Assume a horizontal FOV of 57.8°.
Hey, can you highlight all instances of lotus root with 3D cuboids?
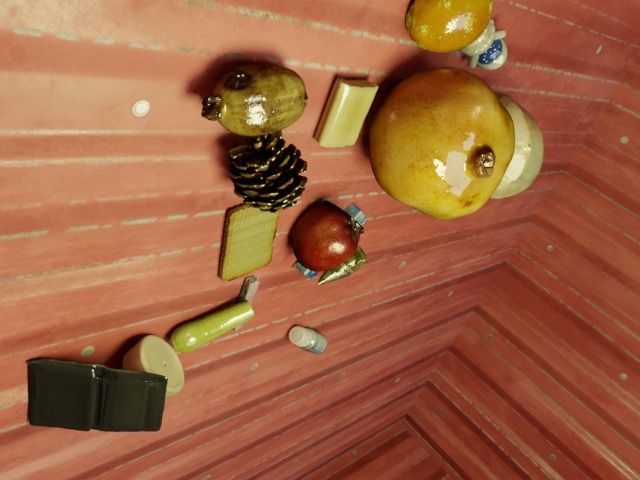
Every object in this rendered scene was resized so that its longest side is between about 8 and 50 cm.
[{"bbox_3d":[-0.136,-0.293,1.214,0.260,0.128,0.145,-21,114,-36],"label":"lotus root"}]

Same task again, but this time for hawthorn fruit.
[{"bbox_3d":[0.000,0.000,1.707,0.251,0.189,0.189,-33,152,14],"label":"hawthorn fruit"}]

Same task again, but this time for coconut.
[{"bbox_3d":[0.555,-0.302,1.881,0.353,0.352,0.352,-32,146,-25],"label":"coconut"}]

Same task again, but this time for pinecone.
[{"bbox_3d":[-0.128,-0.162,1.339,0.184,0.179,0.204,-14,140,28],"label":"pinecone"}]

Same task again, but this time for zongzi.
[{"bbox_3d":[0.062,0.093,1.914,0.184,0.084,0.187,-38,174,-3],"label":"zongzi"}]

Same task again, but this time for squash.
[{"bbox_3d":[-0.311,0.247,1.660,0.250,0.083,0.083,-23,142,-28],"label":"squash"}]

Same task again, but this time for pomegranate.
[{"bbox_3d":[0.340,-0.257,1.590,0.417,0.417,0.416,-32,146,-25],"label":"pomegranate"}]

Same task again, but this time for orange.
[{"bbox_3d":[0.341,-0.575,1.460,0.237,0.158,0.179,-36,150,-19],"label":"orange"}]

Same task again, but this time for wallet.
[{"bbox_3d":[-0.548,0.390,1.432,0.323,0.041,0.247,8,124,-16],"label":"wallet"}]

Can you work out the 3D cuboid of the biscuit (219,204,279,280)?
[{"bbox_3d":[-0.193,-0.004,1.581,0.172,0.029,0.254,-22,141,-37],"label":"biscuit"}]

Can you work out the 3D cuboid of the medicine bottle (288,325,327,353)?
[{"bbox_3d":[-0.046,0.365,2.141,0.083,0.083,0.203,-48,149,0],"label":"medicine bottle"}]

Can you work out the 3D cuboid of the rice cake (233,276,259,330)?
[{"bbox_3d":[-0.231,0.194,1.756,0.047,0.036,0.206,-3,129,-37],"label":"rice cake"}]

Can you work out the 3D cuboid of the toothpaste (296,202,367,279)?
[{"bbox_3d":[0.036,0.004,1.853,0.272,0.053,0.066,-47,150,1],"label":"toothpaste"}]

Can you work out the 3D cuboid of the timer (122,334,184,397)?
[{"bbox_3d":[-0.521,0.390,1.546,0.266,0.175,0.175,-31,151,9],"label":"timer"}]

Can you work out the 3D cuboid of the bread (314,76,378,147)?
[{"bbox_3d":[0.064,-0.328,1.495,0.140,0.060,0.178,-11,134,-44],"label":"bread"}]

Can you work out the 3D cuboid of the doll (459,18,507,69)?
[{"bbox_3d":[0.470,-0.571,1.684,0.138,0.119,0.293,-42,159,24],"label":"doll"}]
